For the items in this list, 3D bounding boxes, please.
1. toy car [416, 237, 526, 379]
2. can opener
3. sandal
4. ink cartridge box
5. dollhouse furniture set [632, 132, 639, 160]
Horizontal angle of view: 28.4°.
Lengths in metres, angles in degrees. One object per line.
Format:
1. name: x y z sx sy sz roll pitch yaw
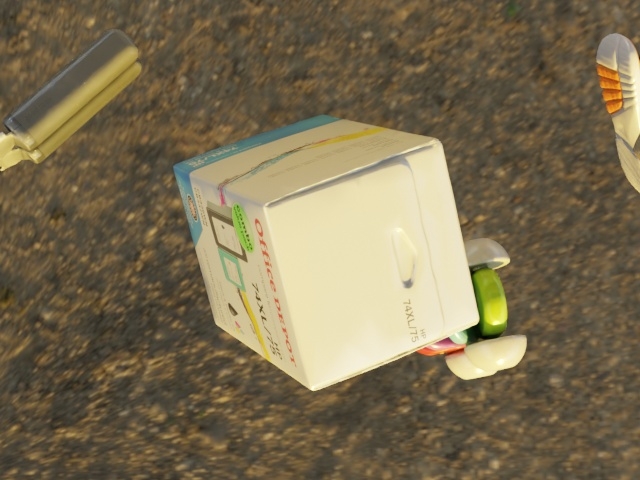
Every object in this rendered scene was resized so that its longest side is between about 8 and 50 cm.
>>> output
1. toy car: 0.164 0.089 1.555 0.136 0.182 0.159 -7 79 -13
2. can opener: -0.323 -0.134 1.354 0.095 0.076 0.283 43 76 10
3. sandal: 0.457 -0.187 1.792 0.076 0.102 0.265 -25 126 -7
4. ink cartridge box: 0.000 0.000 1.311 0.197 0.270 0.198 -20 108 -20
5. dollhouse furniture set: 0.316 -0.139 0.688 0.262 0.259 0.135 -20 60 -22
